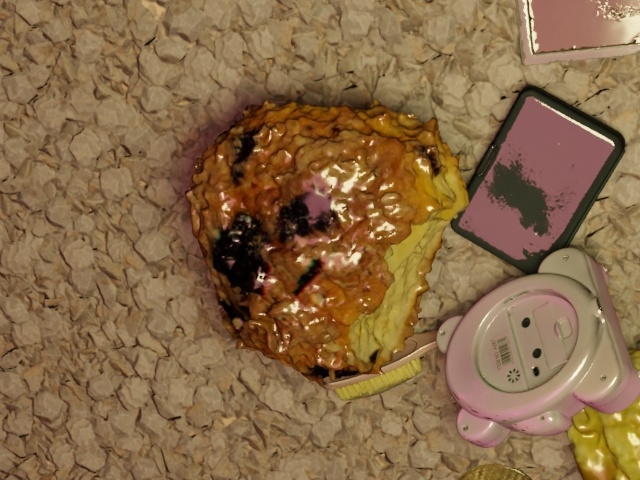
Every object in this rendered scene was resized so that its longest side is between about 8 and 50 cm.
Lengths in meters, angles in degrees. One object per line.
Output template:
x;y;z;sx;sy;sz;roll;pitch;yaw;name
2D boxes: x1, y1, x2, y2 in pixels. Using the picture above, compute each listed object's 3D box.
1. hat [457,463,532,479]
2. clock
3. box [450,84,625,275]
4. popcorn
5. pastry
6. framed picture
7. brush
0.251;0.402;2.081;0.146;0.067;0.146;5;107;15;hat
0.277;0.147;1.883;0.248;0.090;0.228;-29;52;24;clock
0.290;-0.076;1.935;0.160;0.050;0.230;30;113;6;box
0.423;0.258;1.912;0.251;0.206;0.237;17;137;13;popcorn
-0.009;-0.015;1.918;0.337;0.292;0.405;31;122;17;pastry
0.383;-0.342;1.846;0.273;0.016;0.216;-3;105;17;framed picture
0.148;0.161;2.050;0.312;0.072;0.067;-22;122;18;brush
